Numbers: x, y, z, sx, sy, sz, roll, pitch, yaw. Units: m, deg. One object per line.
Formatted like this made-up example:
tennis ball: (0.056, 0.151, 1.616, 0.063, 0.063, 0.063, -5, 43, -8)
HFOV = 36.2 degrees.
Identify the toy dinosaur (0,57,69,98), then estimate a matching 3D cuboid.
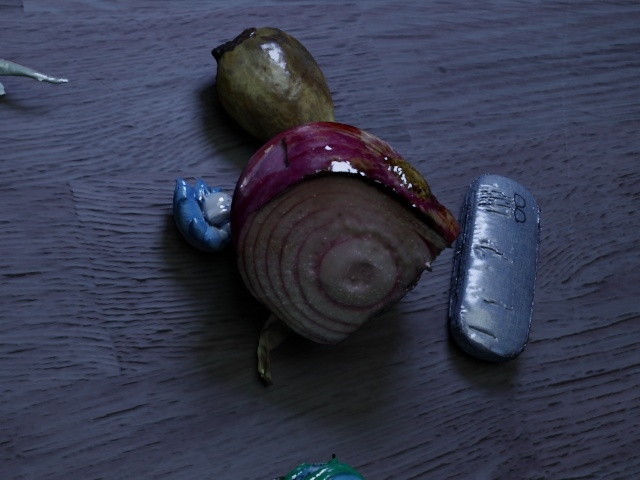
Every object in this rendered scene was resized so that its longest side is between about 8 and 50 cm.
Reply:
toy dinosaur: (-0.430, -0.204, 1.159, 0.242, 0.053, 0.167, -16, 65, -21)

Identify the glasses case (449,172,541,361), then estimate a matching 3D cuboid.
glasses case: (0.237, 0.033, 1.326, 0.109, 0.067, 0.283, 20, 56, -11)

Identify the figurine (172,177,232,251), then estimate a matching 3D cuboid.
figurine: (-0.140, -0.036, 1.186, 0.114, 0.079, 0.114, 34, 36, -29)

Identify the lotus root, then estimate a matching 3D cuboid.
lotus root: (-0.052, -0.187, 1.279, 0.214, 0.138, 0.138, 47, 56, 4)

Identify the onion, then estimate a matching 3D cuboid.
onion: (0.019, -0.024, 1.163, 0.230, 0.272, 0.256, -84, 153, -62)

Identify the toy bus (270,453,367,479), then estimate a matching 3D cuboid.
toy bus: (0.048, 0.382, 0.980, 0.343, 0.199, 0.183, 44, 56, 5)
